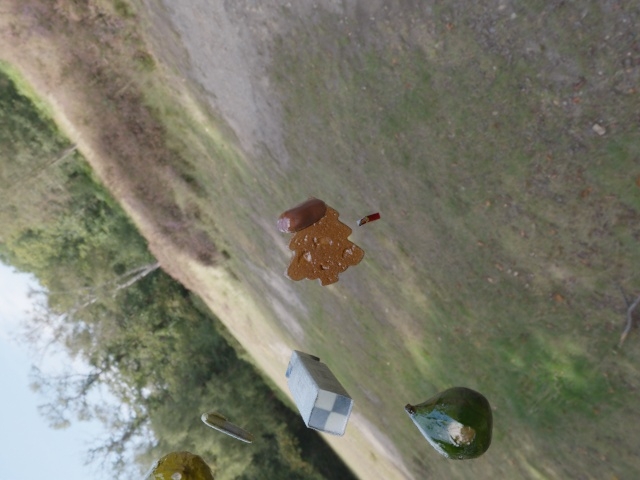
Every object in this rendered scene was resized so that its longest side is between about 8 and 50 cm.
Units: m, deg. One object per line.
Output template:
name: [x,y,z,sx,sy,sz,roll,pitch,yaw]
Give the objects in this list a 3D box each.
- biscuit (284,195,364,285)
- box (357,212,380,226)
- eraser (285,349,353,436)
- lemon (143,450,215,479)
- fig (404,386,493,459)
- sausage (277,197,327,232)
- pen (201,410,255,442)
biscuit: [0.000,0.000,1.708,0.043,0.284,0.306,-156,54,-78]
box: [0.158,-0.068,1.668,0.082,0.052,0.023,150,101,-73]
eraser: [-0.014,0.391,1.361,0.098,0.096,0.404,20,178,-11]
lemon: [-0.369,0.655,1.321,0.192,0.192,0.231,39,134,31]
fig: [0.352,0.494,1.405,0.245,0.195,0.195,12,153,12]
sausage: [-0.049,-0.069,1.428,0.077,0.194,0.077,15,119,30]
pen: [-0.254,0.527,1.439,0.032,0.040,0.233,11,155,39]
